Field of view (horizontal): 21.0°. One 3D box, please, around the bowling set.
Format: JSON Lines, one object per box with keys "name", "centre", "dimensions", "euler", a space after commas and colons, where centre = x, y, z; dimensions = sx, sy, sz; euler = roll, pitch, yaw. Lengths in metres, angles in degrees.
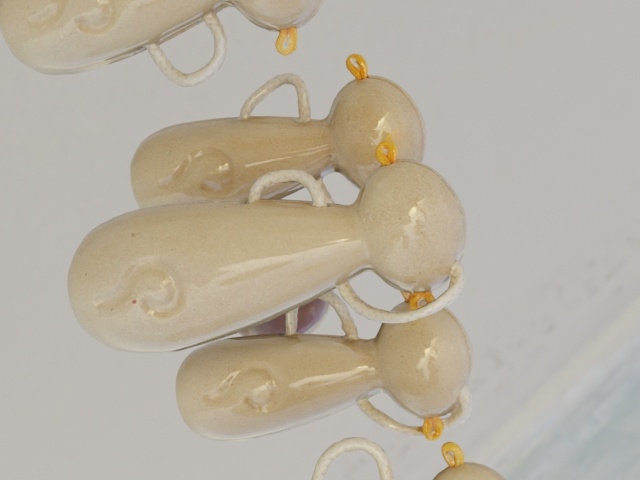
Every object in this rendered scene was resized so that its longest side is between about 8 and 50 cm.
{"name": "bowling set", "centre": [0.000, 0.000, 0.701], "dimensions": [0.154, 0.287, 0.200], "euler": [-12, -175, 18]}
